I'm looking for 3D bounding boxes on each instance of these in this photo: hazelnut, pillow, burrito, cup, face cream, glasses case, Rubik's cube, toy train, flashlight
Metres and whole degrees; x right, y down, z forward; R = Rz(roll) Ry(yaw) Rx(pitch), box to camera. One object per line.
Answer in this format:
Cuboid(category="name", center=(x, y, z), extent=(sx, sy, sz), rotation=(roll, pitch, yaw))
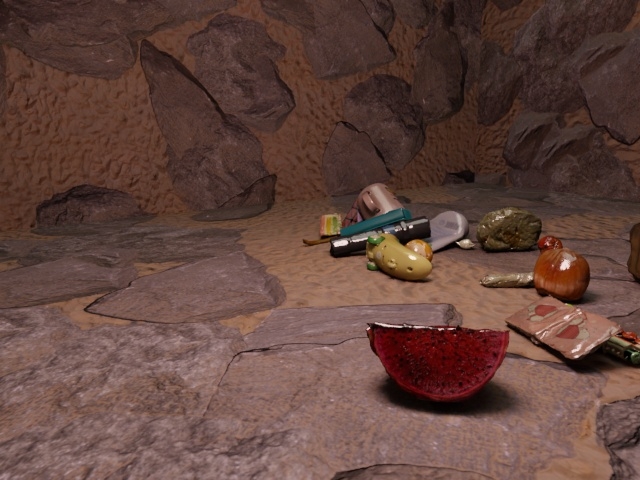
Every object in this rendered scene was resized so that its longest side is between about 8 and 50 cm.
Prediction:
Cuboid(category="hazelnut", center=(0.699, 0.099, 1.274), extent=(0.150, 0.150, 0.150), rotation=(-2, 14, 1))
Cuboid(category="pillow", center=(0.550, 0.199, 1.009), extent=(0.135, 0.049, 0.248), rotation=(-33, 15, -5))
Cuboid(category="burrito", center=(0.601, 0.126, 1.387), extent=(0.188, 0.044, 0.058), rotation=(-2, -12, 12))
Cuboid(category="cup", center=(0.269, -0.162, 2.070), extent=(0.253, 0.191, 0.200), rotation=(26, 31, -50))
Cuboid(category="face cream", center=(0.482, -0.024, 1.904), extent=(0.420, 0.137, 0.235), rotation=(-19, 25, -28))
Cuboid(category="glasses case", center=(0.243, -0.061, 1.915), extent=(0.301, 0.070, 0.117), rotation=(-18, -11, 28))
Cuboid(category="Rubik's cube", center=(0.225, -0.060, 2.212), extent=(0.178, 0.211, 0.190), rotation=(14, 41, -22))
Cuboid(category="toy train", center=(0.636, 0.214, 1.010), extent=(0.085, 0.053, 0.250), rotation=(-16, 18, -14))
Cuboid(category="flashlight", center=(0.242, -0.010, 1.797), extent=(0.424, 0.103, 0.103), rotation=(-13, 14, -1))

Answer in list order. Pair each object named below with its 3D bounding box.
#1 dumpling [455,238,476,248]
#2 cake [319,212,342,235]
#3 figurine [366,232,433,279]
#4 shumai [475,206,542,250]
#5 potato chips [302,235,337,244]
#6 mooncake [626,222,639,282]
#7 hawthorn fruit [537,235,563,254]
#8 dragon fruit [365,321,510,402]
Cuboid(category="dumpling", center=(0.613, 0.017, 1.837), extent=(0.077, 0.043, 0.059), rotation=(-16, -6, 19))
Cuboid(category="cake", center=(0.055, -0.051, 2.163), extent=(0.110, 0.090, 0.225), rotation=(-1, 25, 2))
Cuboid(category="figurine", center=(0.300, 0.056, 1.579), extent=(0.222, 0.124, 0.324), rotation=(-5, 17, -24))
Cuboid(category="shumai", center=(0.759, -0.058, 1.813), extent=(0.256, 0.189, 0.218), rotation=(3, 15, -2))
Cuboid(category="potato chips", center=(0.000, 0.000, 2.021), extent=(0.204, 0.037, 0.026), rotation=(-6, 23, -36))
Cuboid(category="mooncake", center=(1.111, 0.053, 1.311), extent=(0.324, 0.187, 0.324), rotation=(0, 15, 0))
Cuboid(category="hawthorn fruit", center=(0.876, 0.026, 1.678), extent=(0.093, 0.093, 0.093), rotation=(-2, 14, 1))
Cuboid(category="dragon fruit", center=(0.217, 0.226, 0.853), extent=(0.262, 0.163, 0.189), rotation=(4, 49, 11))
